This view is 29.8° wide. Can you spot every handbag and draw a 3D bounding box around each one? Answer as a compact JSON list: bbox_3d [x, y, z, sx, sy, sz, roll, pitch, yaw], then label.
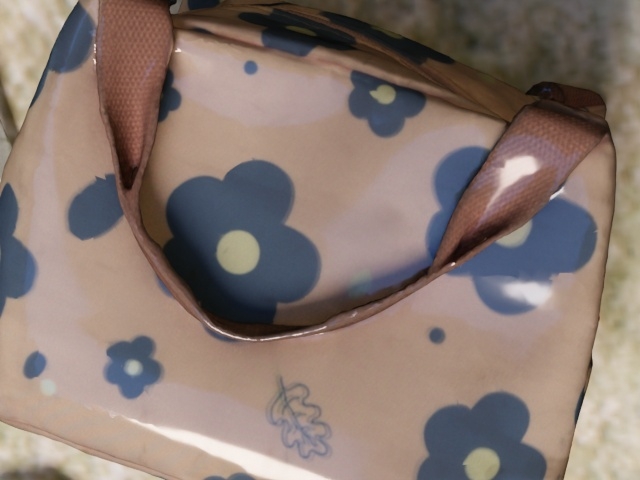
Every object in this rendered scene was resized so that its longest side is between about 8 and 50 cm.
[{"bbox_3d":[0.000,0.000,0.508,0.252,0.190,0.193,19,110,5],"label":"handbag"}]

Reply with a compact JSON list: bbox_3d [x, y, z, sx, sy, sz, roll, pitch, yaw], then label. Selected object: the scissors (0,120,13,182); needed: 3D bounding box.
[{"bbox_3d":[-0.182,-0.079,0.611,0.021,0.110,0.212,15,134,48],"label":"scissors"}]
